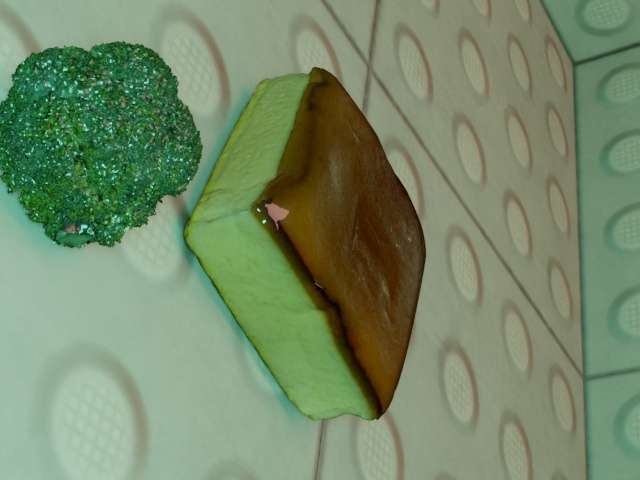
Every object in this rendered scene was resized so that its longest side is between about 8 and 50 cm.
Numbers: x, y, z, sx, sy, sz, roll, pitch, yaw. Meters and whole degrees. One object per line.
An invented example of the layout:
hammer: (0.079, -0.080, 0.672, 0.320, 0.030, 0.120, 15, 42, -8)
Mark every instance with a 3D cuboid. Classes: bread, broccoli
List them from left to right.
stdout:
broccoli: (-0.200, -0.088, 1.008, 0.156, 0.195, 0.195, 165, -90, -79)
bread: (0.000, 0.000, 1.358, 0.324, 0.143, 0.333, 59, 31, -30)
